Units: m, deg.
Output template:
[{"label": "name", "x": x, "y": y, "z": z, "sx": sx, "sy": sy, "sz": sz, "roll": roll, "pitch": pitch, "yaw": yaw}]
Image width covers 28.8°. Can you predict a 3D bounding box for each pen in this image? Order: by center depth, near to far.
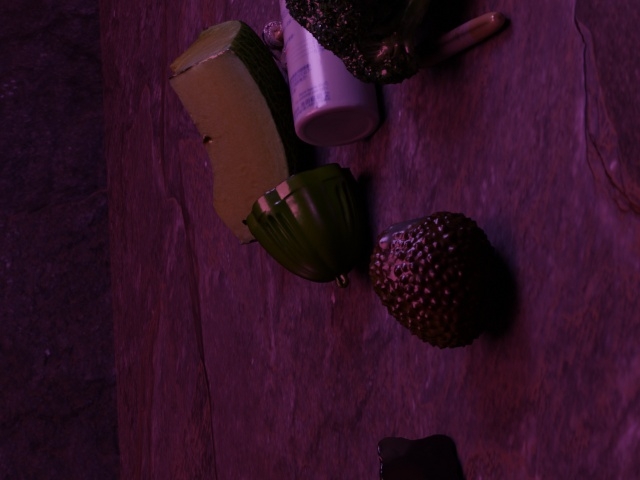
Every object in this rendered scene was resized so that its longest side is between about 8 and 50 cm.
[{"label": "pen", "x": 0.174, "y": -0.261, "z": 1.608, "sx": 0.233, "sy": 0.032, "sz": 0.040, "roll": 164, "pitch": 113, "yaw": -67}]

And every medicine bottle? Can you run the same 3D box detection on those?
[{"label": "medicine bottle", "x": 0.006, "y": -0.321, "z": 1.911, "sx": 0.130, "sy": 0.130, "sz": 0.340, "roll": 130, "pitch": 137, "yaw": -58}]

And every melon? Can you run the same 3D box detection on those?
[{"label": "melon", "x": -0.133, "y": -0.182, "z": 2.143, "sx": 0.343, "sy": 0.226, "sz": 0.331, "roll": 59, "pitch": 167, "yaw": -20}]

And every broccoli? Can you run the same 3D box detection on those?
[{"label": "broccoli", "x": 0.064, "y": -0.339, "z": 1.642, "sx": 0.242, "sy": 0.269, "sz": 0.261, "roll": -20, "pitch": 105, "yaw": 32}]

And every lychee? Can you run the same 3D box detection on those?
[{"label": "lychee", "x": 0.142, "y": 0.050, "z": 1.502, "sx": 0.171, "sy": 0.171, "sz": 0.171, "roll": -178, "pitch": 90, "yaw": -69}]

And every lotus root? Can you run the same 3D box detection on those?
[{"label": "lotus root", "x": 0.000, "y": 0.000, "z": 1.884, "sx": 0.186, "sy": 0.186, "sz": 0.186, "roll": -178, "pitch": 90, "yaw": -69}]

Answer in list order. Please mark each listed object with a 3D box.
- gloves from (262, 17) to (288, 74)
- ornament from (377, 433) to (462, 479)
[{"label": "gloves", "x": -0.043, "y": -0.330, "z": 2.086, "sx": 0.144, "sy": 0.094, "sz": 0.110, "roll": 48, "pitch": 161, "yaw": 44}, {"label": "ornament", "x": 0.113, "y": 0.412, "z": 1.627, "sx": 0.260, "sy": 0.106, "sz": 0.251, "roll": 104, "pitch": 165, "yaw": -51}]
